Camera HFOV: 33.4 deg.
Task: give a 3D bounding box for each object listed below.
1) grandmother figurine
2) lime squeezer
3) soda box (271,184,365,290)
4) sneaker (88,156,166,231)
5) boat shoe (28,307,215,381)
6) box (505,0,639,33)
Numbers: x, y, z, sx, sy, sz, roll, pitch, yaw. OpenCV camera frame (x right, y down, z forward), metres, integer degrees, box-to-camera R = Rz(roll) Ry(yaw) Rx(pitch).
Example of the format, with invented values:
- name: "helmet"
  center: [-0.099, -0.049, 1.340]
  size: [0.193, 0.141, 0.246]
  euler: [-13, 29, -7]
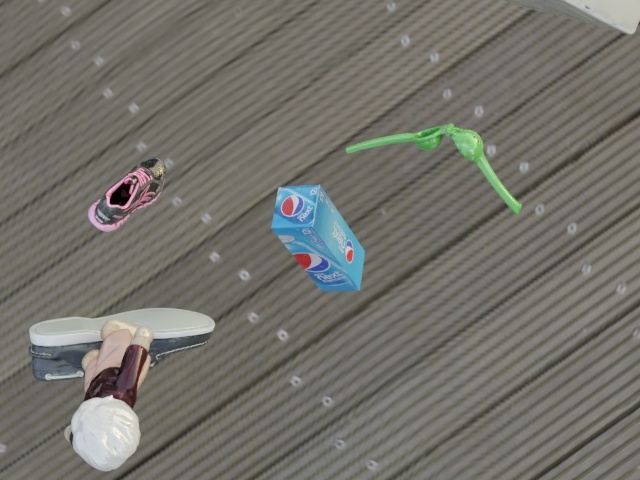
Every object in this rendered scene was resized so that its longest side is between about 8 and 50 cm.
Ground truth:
- name: "grandmother figurine"
  center: [-0.293, 0.216, 1.515]
  size: [0.104, 0.342, 0.207]
  euler: [21, 103, -14]
- name: "lime squeezer"
  center: [0.201, -0.147, 1.779]
  size: [0.310, 0.110, 0.059]
  euler: [20, 45, 8]
- name: "soda box"
  center: [0.000, 0.000, 1.586]
  size: [0.067, 0.210, 0.071]
  euler: [-3, 61, 22]
- name: "sneaker"
  center: [-0.213, -0.060, 1.219]
  size: [0.047, 0.057, 0.119]
  euler: [38, 53, 0]
- name: "boat shoe"
  center: [-0.325, 0.173, 1.762]
  size: [0.303, 0.114, 0.091]
  euler: [-2, 107, -15]
- name: "box"
  center: [0.295, -0.362, 1.359]
  size: [0.232, 0.149, 0.126]
  euler: [33, 106, 50]
